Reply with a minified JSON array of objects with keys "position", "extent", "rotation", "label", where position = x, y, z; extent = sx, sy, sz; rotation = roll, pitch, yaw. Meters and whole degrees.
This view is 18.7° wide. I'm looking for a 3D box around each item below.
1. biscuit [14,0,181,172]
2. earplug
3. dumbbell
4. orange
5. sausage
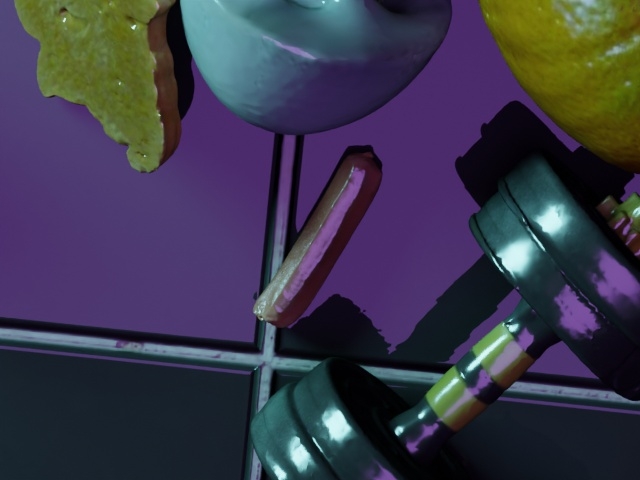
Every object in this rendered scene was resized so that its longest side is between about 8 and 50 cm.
[{"position":[-0.158,-0.164,1.323],"extent":[0.162,0.035,0.250],"rotation":[-15,102,45],"label":"biscuit"},{"position":[-0.013,-0.231,1.279],"extent":[0.214,0.175,0.326],"rotation":[-8,99,-28],"label":"earplug"},{"position":[0.111,0.095,1.346],"extent":[0.185,0.185,0.388],"rotation":[44,102,-9],"label":"dumbbell"},{"position":[0.246,-0.158,1.249],"extent":[0.274,0.274,0.310],"rotation":[-43,108,11],"label":"orange"},{"position":[0.000,0.000,1.402],"extent":[0.030,0.035,0.147],"rotation":[21,107,-38],"label":"sausage"}]
